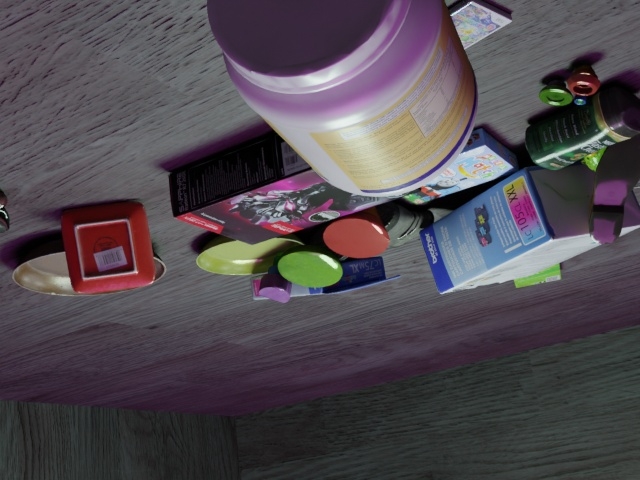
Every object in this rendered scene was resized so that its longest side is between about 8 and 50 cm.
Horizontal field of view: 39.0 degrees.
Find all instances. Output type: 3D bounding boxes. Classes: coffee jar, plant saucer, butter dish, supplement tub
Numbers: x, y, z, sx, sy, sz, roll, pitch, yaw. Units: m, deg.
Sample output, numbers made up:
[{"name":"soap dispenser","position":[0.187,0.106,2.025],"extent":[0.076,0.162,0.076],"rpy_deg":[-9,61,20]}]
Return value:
[{"name":"coffee jar","position":[0.436,-0.183,1.482],"extent":[0.096,0.079,0.184],"rpy_deg":[10,155,-41]},{"name":"plant saucer","position":[-0.480,0.050,1.885],"extent":[0.311,0.050,0.310],"rpy_deg":[-6,162,-2]},{"name":"butter dish","position":[-0.388,0.010,1.694],"extent":[0.160,0.160,0.118],"rpy_deg":[-8,-175,1]},{"name":"supplement tub","position":[0.035,-0.206,1.019],"extent":[0.241,0.241,0.331],"rpy_deg":[-13,161,16]},{"name":"plant saucer","position":[-0.146,0.020,1.935],"extent":[0.241,0.037,0.241],"rpy_deg":[-6,161,-2]}]

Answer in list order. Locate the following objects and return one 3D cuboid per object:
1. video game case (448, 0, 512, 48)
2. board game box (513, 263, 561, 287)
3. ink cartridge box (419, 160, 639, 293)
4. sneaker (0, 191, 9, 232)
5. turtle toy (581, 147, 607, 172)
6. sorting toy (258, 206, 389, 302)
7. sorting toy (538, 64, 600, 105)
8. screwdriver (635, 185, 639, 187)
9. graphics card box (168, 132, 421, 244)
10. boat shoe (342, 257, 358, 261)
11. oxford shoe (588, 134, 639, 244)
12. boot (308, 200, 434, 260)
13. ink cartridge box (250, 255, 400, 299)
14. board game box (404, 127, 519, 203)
[{"name":"video game case","position":[0.182,-0.281,1.208],"extent":[0.087,0.011,0.122],"rpy_deg":[10,154,-41]},{"name":"board game box","position":[0.556,0.069,2.340],"extent":[0.124,0.039,0.259],"rpy_deg":[-12,163,13]},{"name":"ink cartridge box","position":[0.389,-0.014,1.797],"extent":[0.270,0.151,0.395],"rpy_deg":[-8,163,-34]},{"name":"sneaker","position":[-0.626,-0.019,1.545],"extent":[0.162,0.106,0.281],"rpy_deg":[6,157,-42]},{"name":"turtle toy","position":[0.520,-0.164,1.583],"extent":[0.130,0.066,0.095],"rpy_deg":[-21,129,22]},{"name":"sorting toy","position":[0.000,0.000,1.761],"extent":[0.127,0.126,0.365],"rpy_deg":[26,142,-25]},{"name":"sorting toy","position":[0.384,-0.239,1.377],"extent":[0.061,0.042,0.102],"rpy_deg":[25,158,-32]},{"name":"screwdriver","position":[0.700,-0.119,1.871],"extent":[0.170,0.024,0.025],"rpy_deg":[-8,-169,23]},{"name":"graphics card box","position":[-0.043,-0.099,1.537],"extent":[0.371,0.094,0.233],"rpy_deg":[-18,158,27]},{"name":"boat shoe","position":[0.070,0.071,2.116],"extent":[0.066,0.066,0.183],"rpy_deg":[-4,161,-8]},{"name":"oxford shoe","position":[0.501,-0.104,1.554],"extent":[0.076,0.076,0.212],"rpy_deg":[12,118,3]},{"name":"boot","position":[0.108,-0.002,1.881],"extent":[0.246,0.083,0.161],"rpy_deg":[-27,154,33]},{"name":"ink cartridge box","position":[0.006,0.082,1.979],"extent":[0.186,0.065,0.311],"rpy_deg":[-10,-177,-37]},{"name":"board game box","position":[0.228,-0.130,1.628],"extent":[0.211,0.039,0.160],"rpy_deg":[-19,158,29]}]
